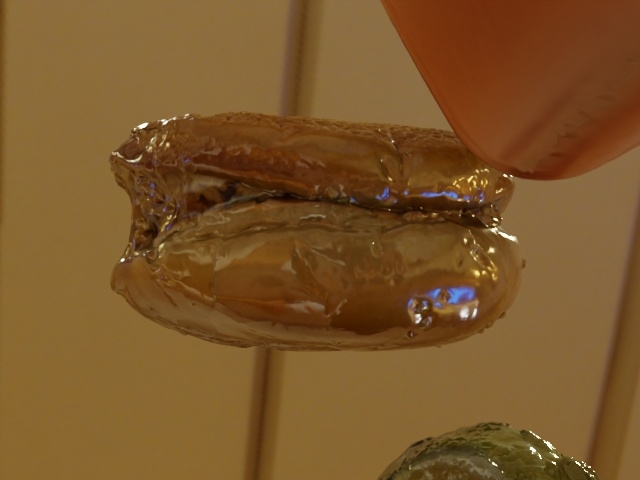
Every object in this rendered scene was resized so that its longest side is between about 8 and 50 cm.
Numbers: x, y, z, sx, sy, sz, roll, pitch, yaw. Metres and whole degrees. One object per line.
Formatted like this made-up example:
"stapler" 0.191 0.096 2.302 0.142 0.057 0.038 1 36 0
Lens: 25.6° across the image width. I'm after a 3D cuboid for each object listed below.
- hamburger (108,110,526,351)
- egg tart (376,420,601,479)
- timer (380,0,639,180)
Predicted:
"hamburger" 0.000 0.000 1.059 0.290 0.314 0.170 177 -84 -65
"egg tart" 0.094 0.206 0.923 0.197 0.078 0.197 -17 -120 32
"timer" 0.076 -0.168 0.357 0.161 0.257 0.250 -28 -97 -13
